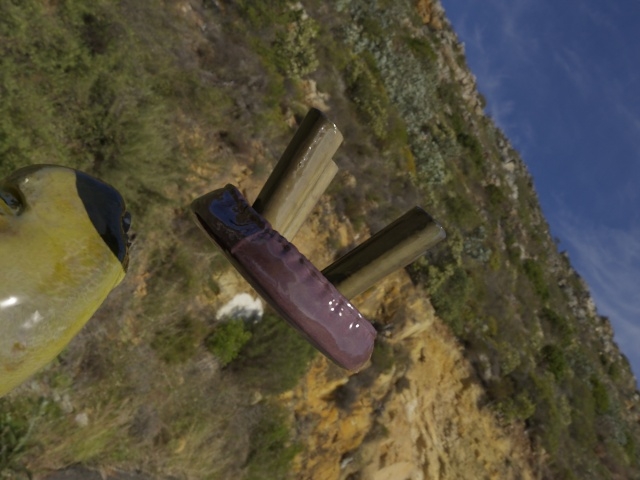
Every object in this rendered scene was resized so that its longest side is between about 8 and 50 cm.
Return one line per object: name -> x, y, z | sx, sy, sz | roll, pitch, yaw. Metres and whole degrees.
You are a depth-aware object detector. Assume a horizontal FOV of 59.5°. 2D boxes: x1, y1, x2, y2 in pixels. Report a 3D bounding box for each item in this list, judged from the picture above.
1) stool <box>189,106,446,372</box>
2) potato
stool -> 0.000, 0.000, 0.650 | 0.272, 0.178, 0.272 | 44, -4, 3
potato -> -0.352, 0.043, 0.583 | 0.218, 0.351, 0.202 | 51, -35, 12
